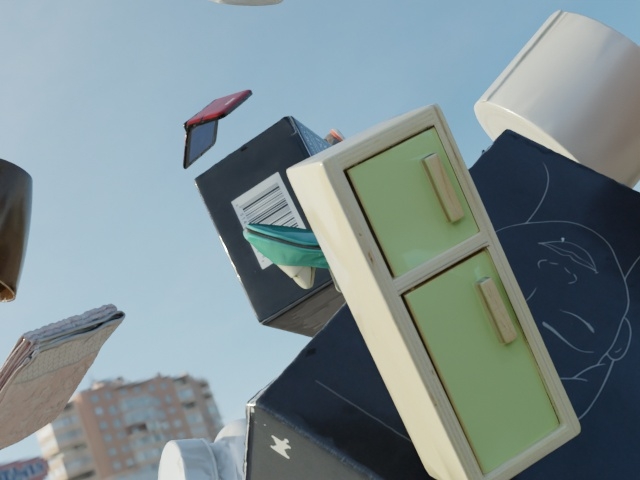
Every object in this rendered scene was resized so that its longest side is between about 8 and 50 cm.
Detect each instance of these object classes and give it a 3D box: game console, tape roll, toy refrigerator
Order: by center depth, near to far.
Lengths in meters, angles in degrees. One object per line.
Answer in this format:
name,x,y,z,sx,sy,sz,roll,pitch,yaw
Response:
toy refrigerator,0.086,0.045,0.722,0.102,0.270,0.094,-27,8,-17
tape roll,0.359,-0.173,1.348,0.169,0.246,0.246,-50,-19,-2
game console,-0.186,-0.204,1.765,0.124,0.085,0.144,-12,21,25

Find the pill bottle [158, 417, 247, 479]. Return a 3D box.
pill bottle,-0.034,0.388,1.506,0.407,0.229,0.229,2,-27,-23

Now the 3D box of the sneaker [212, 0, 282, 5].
sneaker,-0.174,-0.423,1.471,0.258,0.094,0.091,12,-60,-7

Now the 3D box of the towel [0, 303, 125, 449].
towel,-0.538,0.276,1.863,0.317,0.053,0.332,-54,-10,16

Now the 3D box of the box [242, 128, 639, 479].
box,0.250,0.205,0.972,0.472,0.479,0.297,-43,-26,-37

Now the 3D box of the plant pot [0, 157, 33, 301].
plant pot,-0.633,-0.033,1.812,0.215,0.231,0.215,13,-23,6

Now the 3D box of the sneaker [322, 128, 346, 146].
sneaker,0.049,-0.186,2.166,0.065,0.158,0.061,-36,-44,-2

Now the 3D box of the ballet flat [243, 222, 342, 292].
ballet flat,0.009,0.029,1.352,0.247,0.087,0.083,5,12,6

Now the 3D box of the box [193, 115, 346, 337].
box,0.000,0.000,1.738,0.212,0.294,0.395,-32,-21,14
